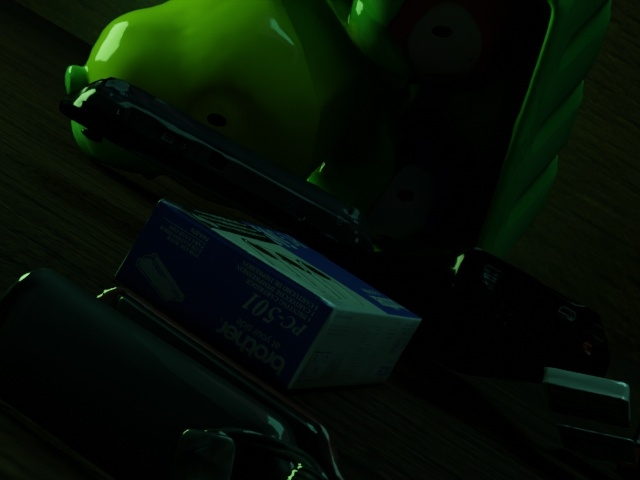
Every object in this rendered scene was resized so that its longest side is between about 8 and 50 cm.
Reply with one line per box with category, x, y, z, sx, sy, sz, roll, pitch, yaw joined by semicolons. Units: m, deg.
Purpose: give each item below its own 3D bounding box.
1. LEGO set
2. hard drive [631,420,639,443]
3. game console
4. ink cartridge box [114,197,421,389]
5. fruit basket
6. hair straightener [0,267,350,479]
LEGO set;0.239;0.116;0.985;0.182;0.060;0.244;11;-16;16
hard drive;0.293;0.158;1.138;0.135;0.094;0.022;30;-34;5
game console;0.000;0.000;0.984;0.361;0.044;0.213;29;-12;-18
ink cartridge box;-0.018;0.030;0.792;0.097;0.046;0.207;32;4;15
fruit basket;0.018;-0.109;1.185;0.283;0.392;0.392;39;8;25
hair straightener;-0.010;0.077;0.396;0.230;0.047;0.089;37;8;29
